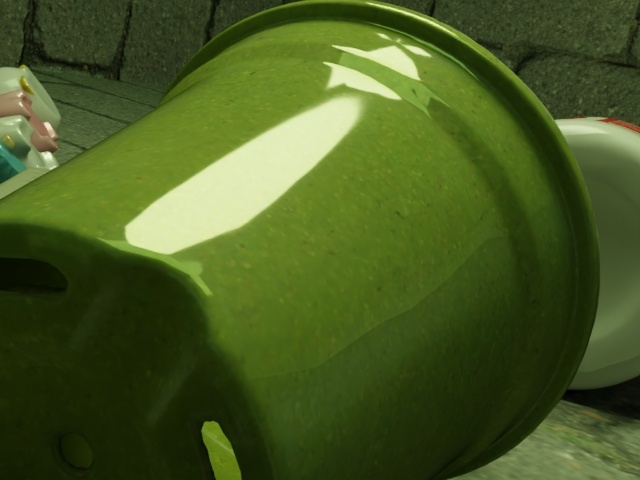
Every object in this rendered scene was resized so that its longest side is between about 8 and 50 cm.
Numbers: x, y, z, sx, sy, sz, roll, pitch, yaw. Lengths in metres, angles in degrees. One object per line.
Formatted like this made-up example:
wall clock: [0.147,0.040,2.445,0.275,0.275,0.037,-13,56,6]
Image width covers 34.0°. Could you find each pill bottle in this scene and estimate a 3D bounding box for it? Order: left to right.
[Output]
pill bottle: [0.261,-0.008,1.035,0.229,0.228,0.408,15,11,16]

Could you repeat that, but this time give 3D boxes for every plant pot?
plant pot: [-0.040,0.043,0.468,0.276,0.276,0.254,16,23,22]

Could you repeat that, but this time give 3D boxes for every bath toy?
bath toy: [-0.365,-0.108,1.123,0.129,0.151,0.348,-33,23,3]

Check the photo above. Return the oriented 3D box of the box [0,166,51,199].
box: [-0.204,0.015,0.785,0.113,0.094,0.275,11,11,-3]
